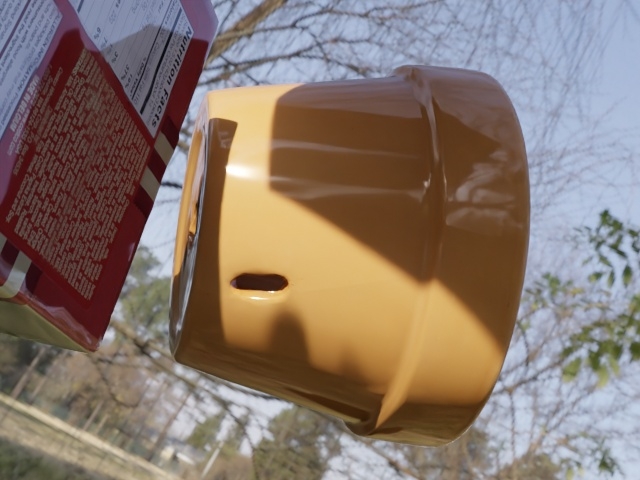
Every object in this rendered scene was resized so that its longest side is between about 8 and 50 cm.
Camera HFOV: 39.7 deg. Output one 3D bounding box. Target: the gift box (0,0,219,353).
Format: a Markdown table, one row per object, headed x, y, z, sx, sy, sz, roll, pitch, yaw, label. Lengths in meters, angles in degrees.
| x | y | z | sx | sy | sz | roll | pitch | yaw | label |
| --- | --- | --- | --- | --- | --- | --- | --- | --- | --- |
| -0.224 | -0.118 | 0.414 | 0.258 | 0.255 | 0.276 | 10 | -27 | 15 | gift box |

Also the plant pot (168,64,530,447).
| x | y | z | sx | sy | sz | roll | pitch | yaw | label |
| --- | --- | --- | --- | --- | --- | --- | --- | --- | --- |
| 0.000 | 0.000 | 0.668 | 0.203 | 0.291 | 0.291 | 8 | -15 | -14 | plant pot |
